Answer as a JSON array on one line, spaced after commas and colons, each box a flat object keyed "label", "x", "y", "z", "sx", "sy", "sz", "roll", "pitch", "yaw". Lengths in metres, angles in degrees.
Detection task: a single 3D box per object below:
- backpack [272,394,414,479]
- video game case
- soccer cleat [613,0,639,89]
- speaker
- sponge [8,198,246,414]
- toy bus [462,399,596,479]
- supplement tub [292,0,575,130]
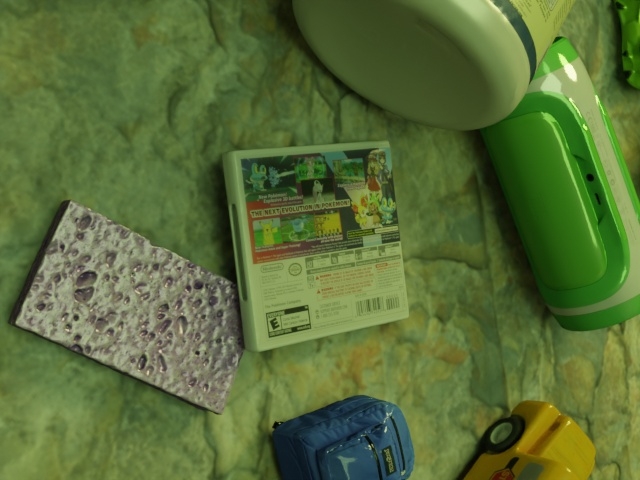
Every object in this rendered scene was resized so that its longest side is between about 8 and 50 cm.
[{"label": "backpack", "x": 0.033, "y": 0.205, "z": 1.045, "sx": 0.120, "sy": 0.101, "sz": 0.098, "roll": -18, "pitch": 104, "yaw": -34}, {"label": "video game case", "x": 0.000, "y": 0.000, "z": 1.057, "sx": 0.201, "sy": 0.023, "sz": 0.183, "roll": -8, "pitch": 92, "yaw": -41}, {"label": "soccer cleat", "x": 0.385, "y": -0.265, "z": 1.303, "sx": 0.072, "sy": 0.060, "sz": 0.178, "roll": -2, "pitch": 91, "yaw": -47}, {"label": "speaker", "x": 0.258, "y": -0.059, "z": 1.172, "sx": 0.131, "sy": 0.131, "sz": 0.296, "roll": -28, "pitch": 103, "yaw": -29}, {"label": "sponge", "x": -0.156, "y": 0.062, "z": 0.974, "sx": 0.210, "sy": 0.031, "sz": 0.117, "roll": 29, "pitch": 74, "yaw": -27}, {"label": "toy bus", "x": 0.176, "y": 0.318, "z": 1.107, "sx": 0.332, "sy": 0.130, "sz": 0.108, "roll": -49, "pitch": 112, "yaw": -23}, {"label": "supplement tub", "x": 0.145, "y": -0.294, "z": 1.050, "sx": 0.235, "sy": 0.235, "sz": 0.324, "roll": 39, "pitch": 69, "yaw": -24}]
